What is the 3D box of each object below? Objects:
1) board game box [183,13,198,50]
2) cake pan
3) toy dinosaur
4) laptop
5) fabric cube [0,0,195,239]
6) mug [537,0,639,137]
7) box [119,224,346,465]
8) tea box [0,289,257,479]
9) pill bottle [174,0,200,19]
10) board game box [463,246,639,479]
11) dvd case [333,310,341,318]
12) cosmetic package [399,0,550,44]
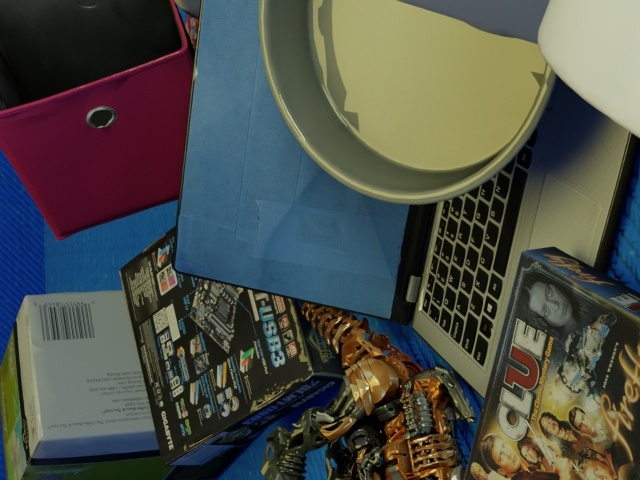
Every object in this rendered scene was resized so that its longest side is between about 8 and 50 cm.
[{"bbox_3d":[-0.126,-0.190,1.571,0.233,0.078,0.347,117,143,-46],"label":"board game box"},{"bbox_3d":[0.075,-0.177,0.904,0.293,0.054,0.293,11,109,37],"label":"cake pan"},{"bbox_3d":[0.061,0.190,1.143,0.218,0.164,0.322,-51,26,23],"label":"toy dinosaur"},{"bbox_3d":[0.051,-0.063,1.001,0.408,0.236,0.382,-134,48,-57],"label":"laptop"},{"bbox_3d":[-0.281,-0.200,1.406,0.258,0.254,0.259,75,175,-55],"label":"fabric cube"},{"bbox_3d":[0.285,-0.207,0.497,0.374,0.276,0.328,-72,1,-64],"label":"mug"},{"bbox_3d":[-0.122,0.100,1.412,0.293,0.073,0.295,-35,60,33],"label":"box"},{"bbox_3d":[-0.289,0.234,1.641,0.323,0.329,0.220,128,135,-53],"label":"tea box"},{"bbox_3d":[-0.094,-0.473,1.316,0.224,0.224,0.392,137,128,-58],"label":"pill bottle"},{"bbox_3d":[0.201,0.148,0.869,0.165,0.042,0.243,34,122,46],"label":"board game box"},{"bbox_3d":[0.000,0.000,1.374,0.164,0.018,0.221,-128,43,-53],"label":"dvd case"},{"bbox_3d":[0.172,-0.321,0.711,0.155,0.197,0.366,-2,80,64],"label":"cosmetic package"}]
